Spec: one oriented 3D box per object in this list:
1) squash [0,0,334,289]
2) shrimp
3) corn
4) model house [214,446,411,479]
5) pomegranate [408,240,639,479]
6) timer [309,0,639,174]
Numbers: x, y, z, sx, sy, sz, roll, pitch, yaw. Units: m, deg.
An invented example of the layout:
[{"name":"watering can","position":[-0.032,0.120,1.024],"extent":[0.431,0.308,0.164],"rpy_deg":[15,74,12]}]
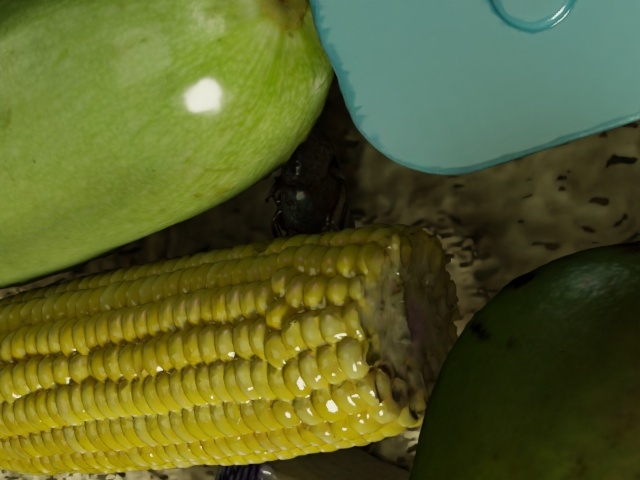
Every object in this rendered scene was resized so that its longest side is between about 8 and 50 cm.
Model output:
[{"name":"squash","position":[-0.132,-0.035,0.721],"extent":[0.370,0.118,0.118],"rpy_deg":[-21,92,44]},{"name":"shrimp","position":[-0.002,0.002,0.684],"extent":[0.038,0.029,0.092],"rpy_deg":[-4,106,38]},{"name":"corn","position":[-0.054,0.046,0.677],"extent":[0.248,0.081,0.081],"rpy_deg":[-11,98,41]},{"name":"model house","position":[-0.024,0.123,0.704],"extent":[0.100,0.087,0.101],"rpy_deg":[29,117,26]},{"name":"pomegranate","position":[0.107,0.104,0.552],"extent":[0.179,0.179,0.210],"rpy_deg":[37,144,22]},{"name":"timer","position":[0.098,-0.156,0.515],"extent":[0.250,0.091,0.232],"rpy_deg":[-18,93,37]}]
